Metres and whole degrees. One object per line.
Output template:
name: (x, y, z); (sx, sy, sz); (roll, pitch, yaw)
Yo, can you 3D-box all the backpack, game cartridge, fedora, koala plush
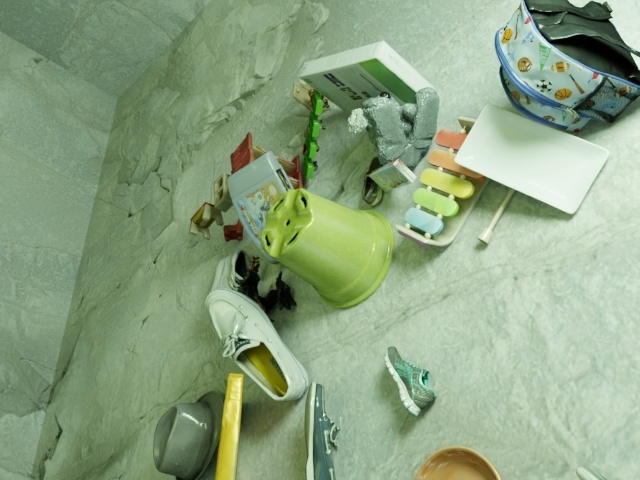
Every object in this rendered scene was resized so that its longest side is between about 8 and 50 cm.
backpack: (0.469, -0.357, 1.134); (0.213, 0.263, 0.277); (-51, 35, 40)
game cartridge: (-0.227, 0.518, 1.424); (0.285, 0.052, 0.324); (104, 168, -57)
fedora: (-0.387, 0.550, 1.630); (0.275, 0.124, 0.244); (-62, 31, 12)
game cartridge: (-0.147, -0.084, 1.682); (0.198, 0.062, 0.297); (-26, 94, 29)
koala plush: (0.177, -0.303, 1.506); (0.221, 0.196, 0.203); (-131, 31, -56)

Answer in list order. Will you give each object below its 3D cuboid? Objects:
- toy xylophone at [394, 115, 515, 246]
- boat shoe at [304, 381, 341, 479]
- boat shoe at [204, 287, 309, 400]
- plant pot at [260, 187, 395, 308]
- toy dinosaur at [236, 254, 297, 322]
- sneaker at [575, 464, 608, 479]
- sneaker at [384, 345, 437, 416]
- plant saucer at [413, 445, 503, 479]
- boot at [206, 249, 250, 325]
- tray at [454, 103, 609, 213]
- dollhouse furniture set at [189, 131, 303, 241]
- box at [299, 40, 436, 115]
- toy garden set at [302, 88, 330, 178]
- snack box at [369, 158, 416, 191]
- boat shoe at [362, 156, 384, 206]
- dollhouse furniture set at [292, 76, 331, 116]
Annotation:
toy xylophone: (0.318, -0.121, 1.306); (0.236, 0.081, 0.323); (19, 83, 52)
boat shoe: (0.005, 0.446, 1.293); (0.095, 0.079, 0.255); (102, 168, -63)
boat shoe: (-0.189, 0.261, 1.452); (0.136, 0.156, 0.367); (-45, 71, 9)
plant pot: (0.000, 0.000, 1.454); (0.276, 0.254, 0.276); (-28, 48, 36)
toy dinosaur: (-0.205, 0.181, 1.674); (0.218, 0.164, 0.322); (-46, 55, 42)
sneaker: (0.433, 0.406, 0.866); (0.061, 0.053, 0.152); (-54, 38, 14)
sneaker: (0.192, 0.287, 1.224); (0.076, 0.065, 0.166); (-33, 47, 9)
plant saucer: (0.251, 0.476, 1.043); (0.200, 0.037, 0.200); (-28, 48, 35)
boot: (-0.284, 0.148, 1.814); (0.123, 0.095, 0.258); (-36, 43, 39)
tray: (0.425, -0.168, 1.185); (0.270, 0.030, 0.145); (31, 91, 29)
dollhouse furniture set: (-0.248, -0.149, 1.891); (0.374, 0.201, 0.152); (-41, 42, 34)
box: (0.125, -0.435, 1.602); (0.322, 0.232, 0.059); (8, 74, 50)
toy garden set: (-0.015, -0.342, 1.795); (0.204, 0.049, 0.244); (-103, 20, -59)
snack box: (0.177, -0.160, 1.448); (0.022, 0.064, 0.178); (-48, 9, -12)
boat shoe: (0.143, -0.166, 1.561); (0.056, 0.049, 0.152); (-20, 53, 42)
dollhouse furniture set: (0.008, -0.520, 1.878); (0.151, 0.123, 0.144); (-23, 52, 39)
